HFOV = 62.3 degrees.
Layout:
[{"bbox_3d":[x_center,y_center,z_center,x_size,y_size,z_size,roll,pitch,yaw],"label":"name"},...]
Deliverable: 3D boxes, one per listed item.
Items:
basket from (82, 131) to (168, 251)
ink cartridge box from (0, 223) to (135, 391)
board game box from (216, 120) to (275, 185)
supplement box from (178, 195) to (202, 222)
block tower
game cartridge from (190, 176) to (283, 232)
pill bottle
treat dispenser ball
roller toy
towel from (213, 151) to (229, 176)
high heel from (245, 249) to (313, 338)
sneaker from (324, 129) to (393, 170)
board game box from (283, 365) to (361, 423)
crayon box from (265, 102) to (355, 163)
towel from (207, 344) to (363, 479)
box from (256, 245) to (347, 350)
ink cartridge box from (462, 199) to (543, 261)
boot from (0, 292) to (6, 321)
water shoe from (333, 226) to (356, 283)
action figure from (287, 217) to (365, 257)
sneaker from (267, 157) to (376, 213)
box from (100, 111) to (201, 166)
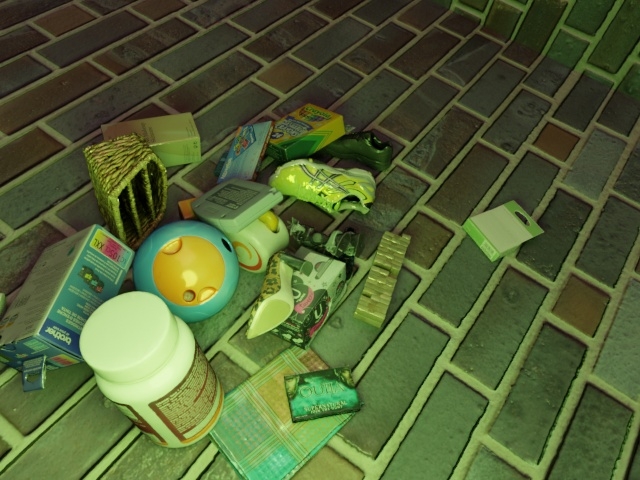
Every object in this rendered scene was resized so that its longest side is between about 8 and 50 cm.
[{"bbox_3d":[-0.555,-0.142,1.606,0.214,0.299,0.223,-25,59,-27],"label":"basket"},{"bbox_3d":[-0.674,0.180,1.356,0.270,0.151,0.395,-18,42,33],"label":"ink cartridge box"},{"bbox_3d":[-0.261,-0.305,1.864,0.145,0.027,0.281,-3,54,24],"label":"board game box"},{"bbox_3d":[-0.347,-0.108,1.756,0.234,0.080,0.078,-18,60,-19],"label":"supplement box"},{"bbox_3d":[0.194,0.117,1.672,0.097,0.091,0.335,22,52,6],"label":"block tower"},{"bbox_3d":[-0.266,-0.108,1.592,0.198,0.062,0.297,-42,34,-21],"label":"game cartridge"},{"bbox_3d":[-0.376,0.304,1.221,0.224,0.392,0.224,-4,49,5],"label":"pill bottle"},{"bbox_3d":[-0.371,0.087,1.471,0.288,0.288,0.288,5,53,-6],"label":"treat dispenser ball"},{"bbox_3d":[-0.200,-0.012,1.633,0.191,0.209,0.146,13,47,32],"label":"roller toy"},{"bbox_3d":[-0.336,-0.274,1.911,0.067,0.029,0.119,15,53,3],"label":"towel"},{"bbox_3d":[-0.144,0.144,1.445,0.261,0.093,0.186,-52,31,-14],"label":"high heel"},{"bbox_3d":[0.143,-0.369,2.003,0.286,0.130,0.109,16,54,4],"label":"sneaker"},{"bbox_3d":[0.004,0.410,1.418,0.186,0.026,0.126,-5,54,-16],"label":"board game box"},{"bbox_3d":[-0.057,-0.409,1.968,0.323,0.083,0.203,-35,44,-24],"label":"crayon box"},{"bbox_3d":[-0.100,0.456,1.400,0.370,0.040,0.271,-35,66,-30],"label":"towel"},{"bbox_3d":[-0.047,0.162,1.542,0.163,0.142,0.247,20,52,24],"label":"box"},{"bbox_3d":[0.653,-0.039,1.891,0.235,0.056,0.171,-20,60,-26],"label":"ink cartridge box"},{"bbox_3d":[-0.902,0.226,1.411,0.086,0.069,0.190,0,55,-13],"label":"boot"},{"bbox_3d":[0.077,0.045,1.711,0.073,0.080,0.203,9,53,-3],"label":"water shoe"},{"bbox_3d":[0.000,0.000,1.644,0.185,0.285,0.099,23,81,-38],"label":"action figure"},{"bbox_3d":[0.009,-0.181,1.831,0.385,0.145,0.147,3,53,-6],"label":"sneaker"},{"bbox_3d":[-0.590,-0.340,1.858,0.311,0.121,0.148,-15,58,-20],"label":"box"}]
